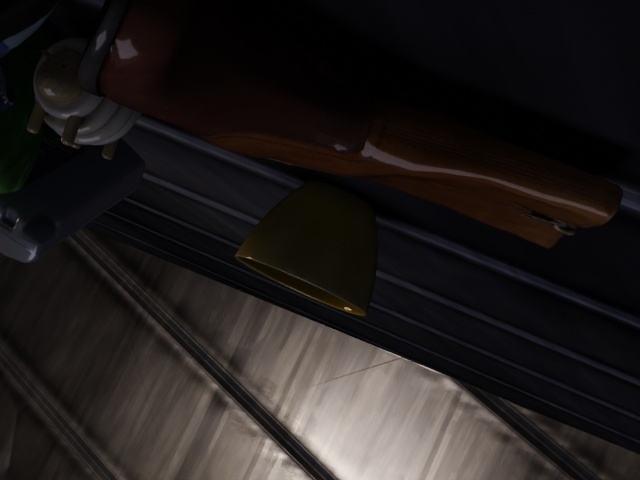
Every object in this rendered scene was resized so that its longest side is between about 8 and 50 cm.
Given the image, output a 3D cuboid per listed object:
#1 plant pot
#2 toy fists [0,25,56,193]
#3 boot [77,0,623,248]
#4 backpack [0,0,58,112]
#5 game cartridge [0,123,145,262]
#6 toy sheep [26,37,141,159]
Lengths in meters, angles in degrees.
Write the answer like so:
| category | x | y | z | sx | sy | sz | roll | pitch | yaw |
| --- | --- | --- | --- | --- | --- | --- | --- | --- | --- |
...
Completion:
| category | x | y | z | sx | sy | sz | roll | pitch | yaw |
| --- | --- | --- | --- | --- | --- | --- | --- | --- | --- |
| plant pot | 0.000 | 0.000 | 1.086 | 0.134 | 0.095 | 0.134 | 23 | 172 | 3 |
| toy fists | -0.280 | -0.119 | 0.894 | 0.096 | 0.142 | 0.279 | 6 | 170 | 2 |
| boot | 0.023 | -0.058 | 0.633 | 0.280 | 0.096 | 0.264 | 23 | 172 | 5 |
| backpack | -0.249 | -0.136 | 0.485 | 0.290 | 0.273 | 0.355 | 7 | -167 | -24 |
| game cartridge | -0.325 | -0.104 | 1.095 | 0.297 | 0.062 | 0.198 | 32 | -149 | 10 |
| toy sheep | -0.179 | -0.113 | 0.911 | 0.091 | 0.091 | 0.132 | 22 | -179 | 17 |
